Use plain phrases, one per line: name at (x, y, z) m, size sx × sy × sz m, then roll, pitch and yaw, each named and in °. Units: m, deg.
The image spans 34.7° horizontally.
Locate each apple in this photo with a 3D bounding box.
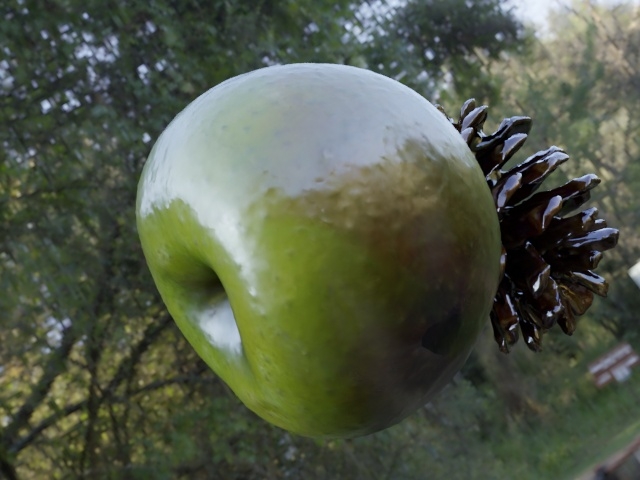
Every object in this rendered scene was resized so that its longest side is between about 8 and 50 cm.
apple at (0.000, 0.000, 0.526) m, size 0.157 × 0.196 × 0.196 m, roll -27°, pitch -16°, yaw -32°

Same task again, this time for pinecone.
pinecone at (0.118, 0.000, 0.755) m, size 0.208 × 0.208 × 0.208 m, roll -32°, pitch -15°, yaw -9°
